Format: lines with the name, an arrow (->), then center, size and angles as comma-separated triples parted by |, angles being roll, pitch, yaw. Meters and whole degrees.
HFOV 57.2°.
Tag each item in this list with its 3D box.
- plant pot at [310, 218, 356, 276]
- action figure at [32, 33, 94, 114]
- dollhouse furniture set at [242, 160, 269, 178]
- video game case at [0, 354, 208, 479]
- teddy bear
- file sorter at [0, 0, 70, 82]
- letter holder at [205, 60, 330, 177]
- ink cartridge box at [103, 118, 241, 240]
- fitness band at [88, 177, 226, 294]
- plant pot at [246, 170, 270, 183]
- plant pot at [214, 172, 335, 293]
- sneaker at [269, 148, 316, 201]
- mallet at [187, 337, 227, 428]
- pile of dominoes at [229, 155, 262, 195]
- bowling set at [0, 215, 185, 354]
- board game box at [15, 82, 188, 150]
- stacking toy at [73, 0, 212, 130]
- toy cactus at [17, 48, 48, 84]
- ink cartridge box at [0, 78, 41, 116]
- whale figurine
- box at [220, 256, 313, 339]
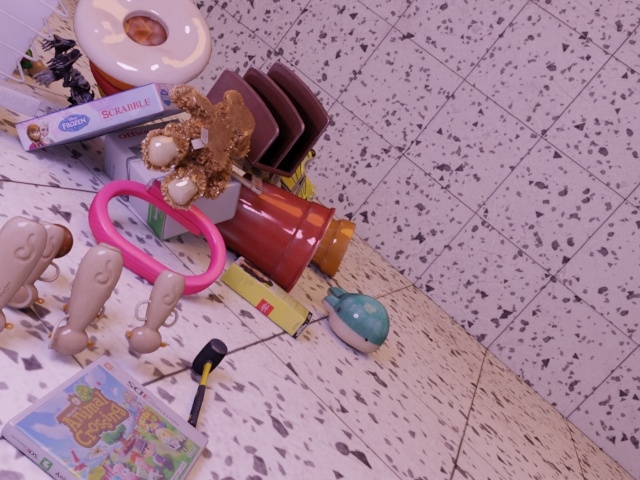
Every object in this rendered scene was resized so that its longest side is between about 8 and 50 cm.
plant pot -> 0.000, 0.000, 2.067 | 0.188, 0.205, 0.205 | 23, 12, 0
action figure -> -0.672, -0.400, 1.544 | 0.164, 0.141, 0.276 | 56, -24, 21
dollhouse furniture set -> -0.254, -0.217, 1.817 | 0.198, 0.286, 0.303 | 34, 23, -29
video game case -> -0.247, 0.241, 0.721 | 0.193, 0.023, 0.212 | 39, 11, 0
teddy bear -> -0.266, -0.203, 1.263 | 0.245, 0.113, 0.338 | 49, 41, -34
file sorter -> -0.747, -0.489, 1.362 | 0.193, 0.278, 0.173 | 26, 21, -48
letter holder -> -0.142, -0.355, 1.581 | 0.152, 0.214, 0.302 | 11, 35, -52
ink cartridge box -> -0.367, -0.157, 1.434 | 0.211, 0.121, 0.289 | -23, 57, -39
fitness band -> -0.323, -0.013, 1.188 | 0.291, 0.054, 0.209 | 36, 38, -18
plant pot -> -0.185, -0.149, 2.028 | 0.187, 0.212, 0.212 | 22, 15, -14
plant pot -> -0.139, -0.036, 1.609 | 0.265, 0.272, 0.272 | 30, 12, -4
sneaker -> -0.089, -0.125, 1.841 | 0.147, 0.385, 0.145 | 2, -2, 5
mallet -> -0.180, 0.220, 0.919 | 0.039, 0.062, 0.190 | 35, 12, -15
pile of dominoes -> -0.220, -0.215, 1.486 | 0.196, 0.040, 0.251 | 35, 12, -17
bowling set -> -0.358, 0.068, 0.838 | 0.287, 0.154, 0.200 | 27, -7, -39
board game box -> -0.484, -0.295, 1.383 | 0.318, 0.318, 0.066 | -89, 163, -77
stacking toy -> -0.530, -0.475, 1.700 | 0.350, 0.350, 0.480 | 38, -31, -5
toy cactus -> -0.846, -0.531, 1.685 | 0.180, 0.112, 0.219 | 43, -2, -36
ink cartridge box -> -0.722, -0.334, 1.173 | 0.223, 0.045, 0.224 | 29, 3, 21
whale figurine -> 0.105, 0.201, 1.691 | 0.216, 0.141, 0.272 | 34, 12, -22
box -> -0.127, 0.137, 1.421 | 0.232, 0.058, 0.087 | 39, 11, -3
